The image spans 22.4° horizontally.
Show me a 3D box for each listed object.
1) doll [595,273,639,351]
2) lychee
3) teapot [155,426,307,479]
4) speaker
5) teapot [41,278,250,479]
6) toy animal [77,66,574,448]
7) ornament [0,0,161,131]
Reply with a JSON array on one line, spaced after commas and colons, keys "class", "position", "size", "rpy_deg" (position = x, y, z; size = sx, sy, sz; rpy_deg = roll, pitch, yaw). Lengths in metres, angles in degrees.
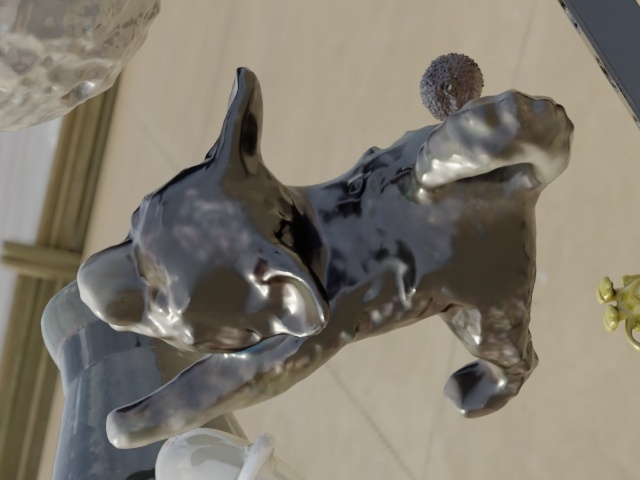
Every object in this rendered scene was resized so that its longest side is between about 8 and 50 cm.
[{"class": "doll", "position": [0.389, 0.073, 1.684], "size": [0.145, 0.188, 0.096], "rpy_deg": [57, 150, 27]}, {"class": "lychee", "position": [0.131, -0.151, 1.598], "size": [0.068, 0.067, 0.083], "rpy_deg": [58, 177, 5]}, {"class": "teapot", "position": [-0.061, 0.197, 1.233], "size": [0.092, 0.145, 0.226], "rpy_deg": [-63, -1, -19]}, {"class": "speaker", "position": [0.219, -0.129, 1.129], "size": [0.191, 0.046, 0.040], "rpy_deg": [59, -173, 6]}, {"class": "teapot", "position": [-0.184, 0.230, 1.741], "size": [0.300, 0.253, 0.344], "rpy_deg": [97, 164, -49]}, {"class": "toy animal", "position": [0.000, 0.000, 1.125], "size": [0.303, 0.344, 0.194], "rpy_deg": [111, 147, -56]}, {"class": "ornament", "position": [-0.297, -0.255, 1.392], "size": [0.337, 0.337, 0.337], "rpy_deg": [-168, 90, -76]}]
